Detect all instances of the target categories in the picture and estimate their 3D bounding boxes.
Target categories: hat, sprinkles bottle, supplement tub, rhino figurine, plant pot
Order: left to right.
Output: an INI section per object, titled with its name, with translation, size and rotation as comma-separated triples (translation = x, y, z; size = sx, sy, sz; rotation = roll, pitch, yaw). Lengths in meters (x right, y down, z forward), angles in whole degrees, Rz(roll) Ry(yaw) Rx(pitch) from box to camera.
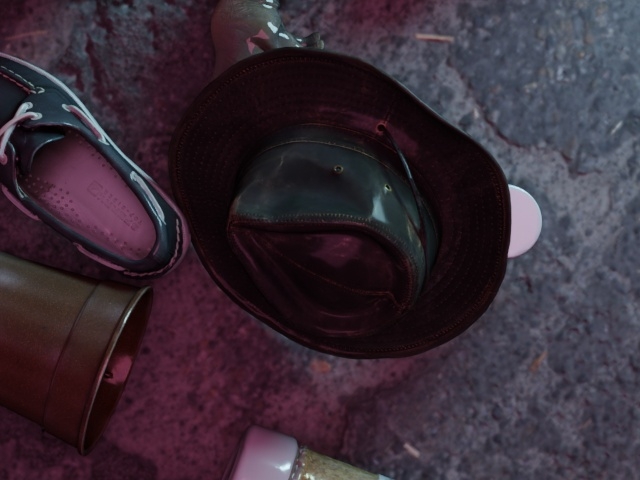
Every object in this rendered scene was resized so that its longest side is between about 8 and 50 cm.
[plant pot]
translation = -0.260, 0.091, 1.782
size = 0.165, 0.167, 0.167
rotation = 20, 89, 3
[rhino figurine]
translation = -0.052, -0.183, 1.830
size = 0.106, 0.073, 0.243
rotation = 6, 89, -7
[hat]
translation = 0.000, 0.000, 1.743
size = 0.331, 0.134, 0.331
rotation = 9, 123, 14
[sprinkles bottle]
translation = 0.076, 0.287, 1.820
size = 0.355, 0.121, 0.121
rotation = 21, 89, -4
[supplement tub]
translation = 0.164, -0.018, 1.829
size = 0.071, 0.107, 0.071
rotation = 0, 91, -4

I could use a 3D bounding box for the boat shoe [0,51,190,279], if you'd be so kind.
[boat shoe]
translation = -0.246, -0.079, 1.792
size = 0.302, 0.091, 0.114
rotation = 35, 93, 7
